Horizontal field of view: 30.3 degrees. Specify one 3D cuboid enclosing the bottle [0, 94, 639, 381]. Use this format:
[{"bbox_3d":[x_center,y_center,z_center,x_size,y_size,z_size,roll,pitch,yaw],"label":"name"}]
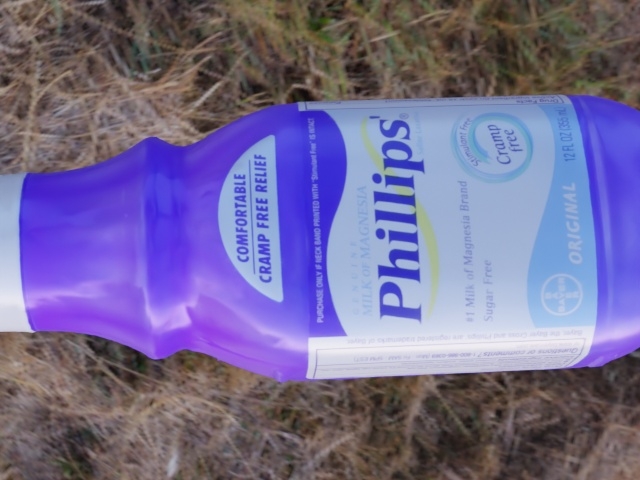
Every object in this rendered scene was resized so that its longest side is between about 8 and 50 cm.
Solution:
[{"bbox_3d":[0.000,0.000,0.505,0.282,0.092,0.118,-1,74,-3],"label":"bottle"}]
